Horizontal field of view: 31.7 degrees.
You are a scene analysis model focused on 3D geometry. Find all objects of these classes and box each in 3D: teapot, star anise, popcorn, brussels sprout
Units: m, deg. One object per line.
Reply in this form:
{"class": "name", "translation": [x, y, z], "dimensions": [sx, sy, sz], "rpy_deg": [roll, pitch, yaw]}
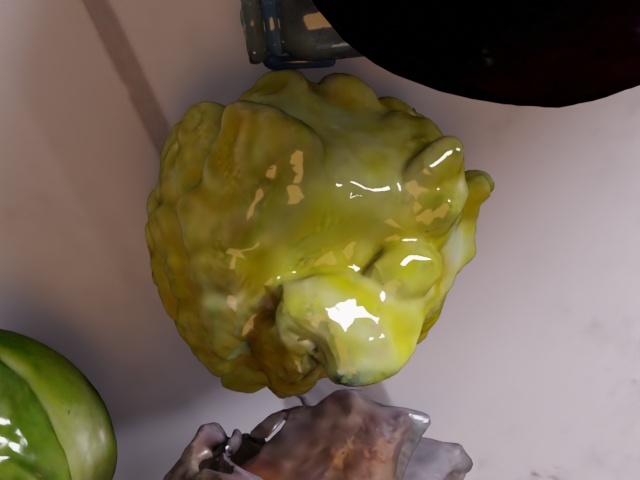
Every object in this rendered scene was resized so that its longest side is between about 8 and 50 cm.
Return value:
{"class": "teapot", "translation": [0.004, -0.110, 0.538], "dimensions": [0.083, 0.063, 0.049], "rpy_deg": [-6, 94, 2]}
{"class": "star anise", "translation": [-0.056, 0.191, 0.633], "dimensions": [0.332, 0.117, 0.332], "rpy_deg": [-28, 154, -15]}
{"class": "popcorn", "translation": [0.001, -0.006, 0.560], "dimensions": [0.173, 0.142, 0.173], "rpy_deg": [2, 103, 9]}
{"class": "brussels sprout", "translation": [-0.188, 0.125, 0.625], "dimensions": [0.145, 0.131, 0.183], "rpy_deg": [-25, 119, 18]}

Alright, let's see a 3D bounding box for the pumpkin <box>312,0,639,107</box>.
{"class": "pumpkin", "translation": [0.072, -0.159, 0.396], "dimensions": [0.163, 0.233, 0.233], "rpy_deg": [-5, 130, -34]}
